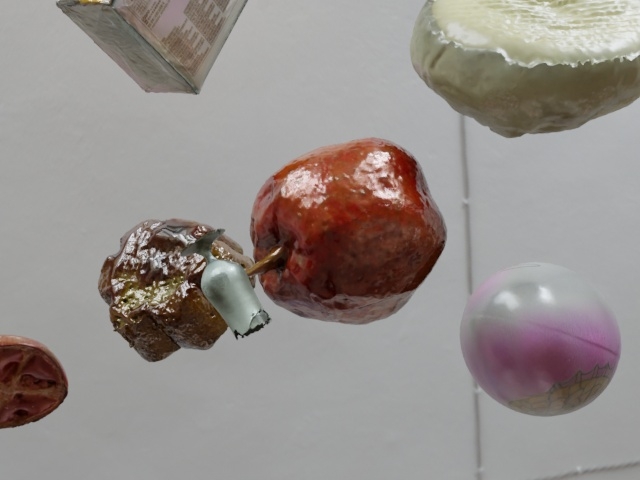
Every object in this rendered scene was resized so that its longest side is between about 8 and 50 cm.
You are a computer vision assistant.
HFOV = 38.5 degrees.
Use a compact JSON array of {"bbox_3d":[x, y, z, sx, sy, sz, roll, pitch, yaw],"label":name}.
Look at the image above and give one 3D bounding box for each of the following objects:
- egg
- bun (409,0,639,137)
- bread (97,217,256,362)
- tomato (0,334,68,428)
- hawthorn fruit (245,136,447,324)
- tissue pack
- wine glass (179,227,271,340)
[{"bbox_3d":[0.267,0.121,1.141,0.196,0.196,0.271,-50,-41,14],"label":"egg"},{"bbox_3d":[0.249,-0.209,1.051,0.287,0.287,0.146,-7,-51,-6],"label":"bun"},{"bbox_3d":[-0.222,0.073,1.403,0.135,0.247,0.232,49,-123,-50],"label":"bread"},{"bbox_3d":[-0.426,0.179,1.242,0.156,0.069,0.155,-10,-54,-14],"label":"tomato"},{"bbox_3d":[0.000,0.000,0.973,0.243,0.207,0.207,-20,-58,-36],"label":"hawthorn fruit"},{"bbox_3d":[-0.195,-0.328,1.155,0.185,0.124,0.225,44,-115,-46],"label":"tissue pack"},{"bbox_3d":[-0.068,0.033,0.692,0.039,0.042,0.083,-39,-101,26],"label":"wine glass"}]
